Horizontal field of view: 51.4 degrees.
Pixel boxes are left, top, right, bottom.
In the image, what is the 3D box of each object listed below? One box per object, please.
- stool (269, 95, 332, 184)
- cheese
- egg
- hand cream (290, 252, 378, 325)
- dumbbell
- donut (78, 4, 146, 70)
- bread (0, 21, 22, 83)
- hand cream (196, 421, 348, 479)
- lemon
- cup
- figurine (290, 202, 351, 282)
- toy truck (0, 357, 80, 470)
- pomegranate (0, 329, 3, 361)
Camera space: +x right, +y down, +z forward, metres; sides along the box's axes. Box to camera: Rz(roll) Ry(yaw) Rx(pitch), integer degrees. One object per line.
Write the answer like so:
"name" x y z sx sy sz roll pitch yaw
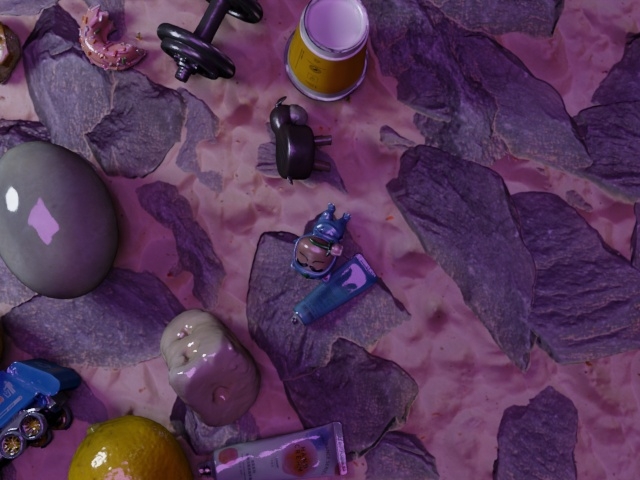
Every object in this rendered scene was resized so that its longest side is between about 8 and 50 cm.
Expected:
"stool" -0.048 -0.226 1.513 0.121 0.125 0.217 -4 69 -17
"cheese" -0.243 0.284 1.491 0.174 0.251 0.247 -36 125 -13
"egg" -0.578 -0.045 1.442 0.259 0.258 0.351 -15 88 0
"hand cream" 0.024 0.122 1.541 0.224 0.048 0.083 -35 89 -6
"dumbbell" -0.244 -0.482 1.481 0.192 0.192 0.289 27 89 1
"donut" -0.501 -0.458 1.545 0.166 0.065 0.117 42 89 3
"bread" -0.767 -0.442 1.546 0.128 0.069 0.140 32 90 0
"hand cream" -0.111 0.501 1.520 0.341 0.078 0.124 -7 88 -4
"lemon" -0.402 0.526 1.435 0.245 0.245 0.319 -32 93 0
"cup" 0.021 -0.421 1.435 0.197 0.280 0.196 0 86 -5
"figurine" 0.004 0.001 1.495 0.114 0.144 0.178 28 78 -2
"toy truck" -0.708 0.421 1.491 0.367 0.146 0.175 -43 82 -3
"pomegranate" -0.820 0.245 1.456 0.249 0.248 0.248 0 89 1
